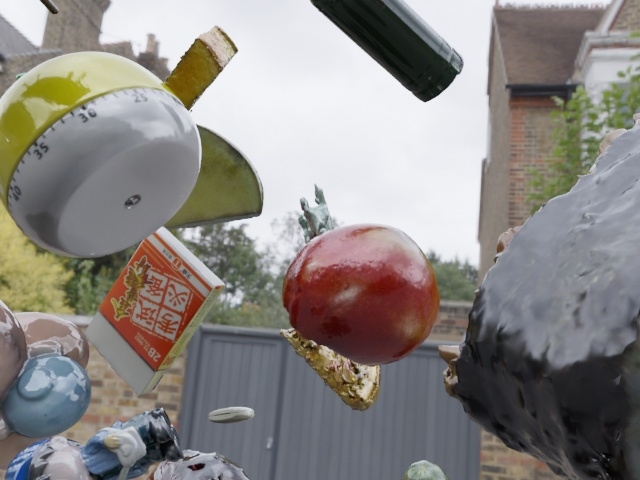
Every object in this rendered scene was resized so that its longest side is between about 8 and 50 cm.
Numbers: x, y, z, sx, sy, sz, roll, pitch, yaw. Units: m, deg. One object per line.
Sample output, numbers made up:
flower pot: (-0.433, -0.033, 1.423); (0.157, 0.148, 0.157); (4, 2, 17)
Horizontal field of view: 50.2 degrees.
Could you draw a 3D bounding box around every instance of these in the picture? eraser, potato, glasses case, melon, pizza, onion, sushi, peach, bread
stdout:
eraser: (-0.273, 0.114, 1.103); (0.157, 0.230, 0.038); (40, 14, 21)
potato: (-0.233, -0.102, 1.501); (0.255, 0.269, 0.112); (19, 5, 12)
glasses case: (-0.129, 0.252, 0.984); (0.032, 0.021, 0.083); (21, -30, -40)
melon: (0.233, 0.546, 1.449); (0.114, 0.167, 0.114); (-20, 20, 8)
pizza: (0.056, 0.283, 1.741); (0.288, 0.074, 0.251); (44, 24, 10)
onion: (-0.199, 0.506, 1.220); (0.281, 0.221, 0.281); (28, -16, 9)
sushi: (0.260, 0.038, 0.450); (0.348, 0.234, 0.207); (-35, 14, -18)
peach: (0.047, 0.072, 0.854); (0.192, 0.190, 0.190); (-24, -8, -13)
bread: (-0.206, -0.249, 1.074); (0.065, 0.103, 0.187); (42, -68, -14)

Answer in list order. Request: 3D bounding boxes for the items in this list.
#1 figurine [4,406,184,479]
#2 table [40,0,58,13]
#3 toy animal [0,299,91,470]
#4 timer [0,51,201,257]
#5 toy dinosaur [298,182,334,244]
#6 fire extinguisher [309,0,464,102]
figurine: (-0.199, 0.192, 0.588); (0.149, 0.087, 0.086); (-26, -54, -10)
table: (-0.395, -0.328, 0.769); (0.240, 0.121, 0.111); (12, -11, 17)
toy animal: (-0.419, 0.168, 0.851); (0.221, 0.210, 0.229); (33, -24, -27)
timer: (-0.319, -0.142, 0.899); (0.285, 0.285, 0.285); (6, -14, 1)
toy dinosaur: (0.000, 0.000, 1.125); (0.053, 0.167, 0.242); (-13, -38, -4)
fire extinguisher: (0.073, -0.330, 1.011); (0.311, 0.114, 0.095); (37, -22, -23)
